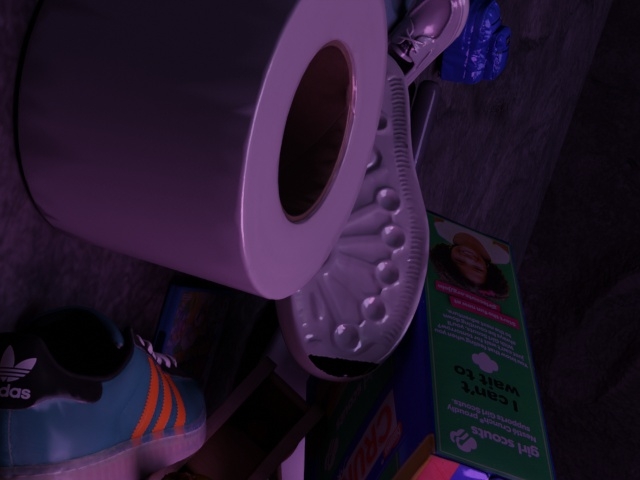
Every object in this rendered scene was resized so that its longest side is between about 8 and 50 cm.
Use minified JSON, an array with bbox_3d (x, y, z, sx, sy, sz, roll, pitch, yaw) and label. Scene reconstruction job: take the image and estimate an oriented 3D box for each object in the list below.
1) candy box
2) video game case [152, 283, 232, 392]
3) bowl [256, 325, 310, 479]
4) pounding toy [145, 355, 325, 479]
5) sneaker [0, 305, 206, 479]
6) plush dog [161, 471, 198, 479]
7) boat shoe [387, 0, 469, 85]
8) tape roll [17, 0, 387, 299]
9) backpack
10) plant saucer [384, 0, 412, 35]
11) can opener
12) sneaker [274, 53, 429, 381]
[{"bbox_3d":[0.081,0.172,0.929,0.317,0.122,0.268,-90,-157,-53],"label":"candy box"},{"bbox_3d":[-0.135,0.125,0.981,0.119,0.015,0.166,15,91,-72],"label":"video game case"},{"bbox_3d":[0.021,0.196,1.251,0.298,0.134,0.297,-55,159,-33],"label":"bowl"},{"bbox_3d":[-0.055,0.219,0.942,0.154,0.155,0.269,-49,176,25],"label":"pounding toy"},{"bbox_3d":[-0.155,0.106,0.760,0.302,0.108,0.121,-5,95,-80],"label":"sneaker"},{"bbox_3d":[-0.143,0.281,0.726,0.211,0.262,0.225,40,36,-33],"label":"plush dog"},{"bbox_3d":[0.109,-0.237,1.235,0.063,0.066,0.184,-43,-179,-44],"label":"boat shoe"},{"bbox_3d":[-0.073,-0.095,0.735,0.246,0.169,0.246,16,90,-71],"label":"tape roll"},{"bbox_3d":[0.237,-0.309,1.558,0.098,0.101,0.120,-56,152,-58],"label":"backpack"},{"bbox_3d":[0.087,-0.320,1.215,0.195,0.038,0.194,16,90,-71],"label":"plant saucer"},{"bbox_3d":[0.088,-0.086,1.350,0.095,0.076,0.283,28,78,-72],"label":"can opener"},{"bbox_3d":[0.000,0.000,0.956,0.236,0.130,0.322,129,-32,-61],"label":"sneaker"}]
